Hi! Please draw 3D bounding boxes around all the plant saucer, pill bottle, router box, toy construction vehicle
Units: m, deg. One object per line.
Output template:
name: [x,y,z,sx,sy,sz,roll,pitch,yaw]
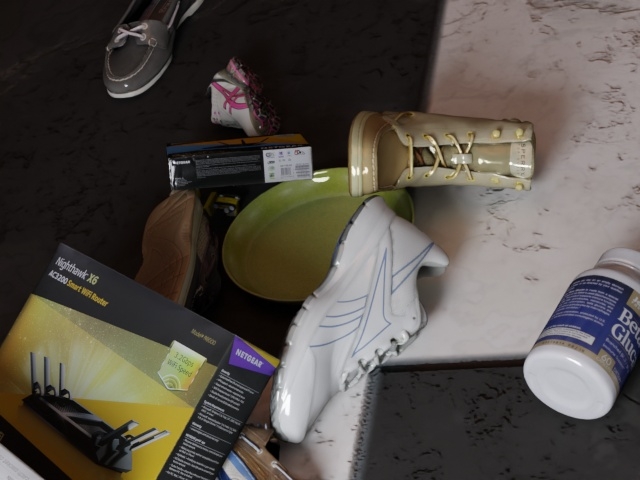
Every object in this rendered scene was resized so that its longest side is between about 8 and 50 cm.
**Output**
plant saucer: [0.000,0.000,1.457,0.241,0.037,0.241,-11,40,10]
pill bottle: [0.278,0.087,1.195,0.094,0.094,0.169,12,48,33]
router box: [-0.106,-0.102,1.532,0.179,0.046,0.133,-5,13,-8]
router box: [-0.219,0.163,1.235,0.309,0.081,0.243,22,80,42]
toy construction vehicle: [-0.144,-0.064,1.598,0.098,0.035,0.086,6,45,16]

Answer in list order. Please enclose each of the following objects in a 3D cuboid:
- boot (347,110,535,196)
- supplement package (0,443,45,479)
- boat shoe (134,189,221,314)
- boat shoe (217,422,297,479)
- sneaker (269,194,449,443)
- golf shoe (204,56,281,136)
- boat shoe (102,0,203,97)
boot: [0.147,-0.098,1.404,0.203,0.095,0.262,7,12,16]
supplement package: [-0.322,0.288,1.113,0.262,0.204,0.145,24,56,40]
boat shoe: [-0.164,0.050,1.419,0.103,0.092,0.285,-32,31,21]
boat shoe: [-0.072,0.221,1.212,0.066,0.066,0.183,-26,47,-19]
sneaker: [0.040,0.090,1.278,0.129,0.111,0.297,28,67,5]
golf shoe: [-0.113,-0.184,1.710,0.086,0.067,0.186,-43,37,13]
boat shoe: [-0.282,-0.361,1.950,0.112,0.095,0.335,-1,42,21]
